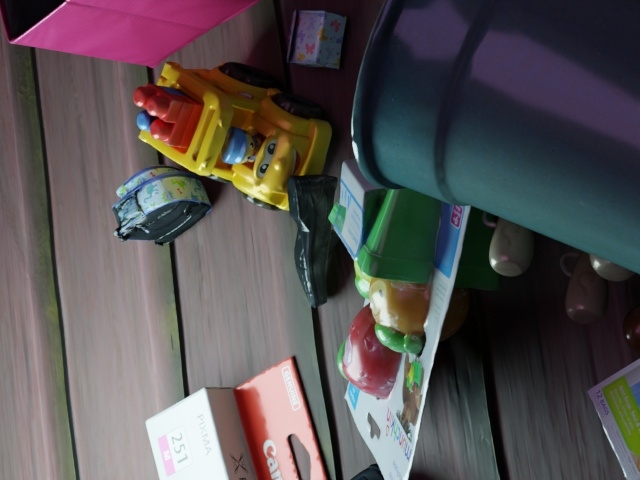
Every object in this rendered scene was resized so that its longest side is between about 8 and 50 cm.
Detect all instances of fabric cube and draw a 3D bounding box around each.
[{"bbox_3d":[-0.262,-0.405,2.247,0.259,0.258,0.254,-27,70,38],"label":"fabric cube"}]

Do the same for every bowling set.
[{"bbox_3d":[0.318,0.009,1.765,0.287,0.200,0.154,2,55,14],"label":"bowling set"}]

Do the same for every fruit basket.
[{"bbox_3d":[0.078,0.073,1.904,0.327,0.165,0.353,-118,43,-70],"label":"fruit basket"}]

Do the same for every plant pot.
[{"bbox_3d":[0.264,-0.134,1.580,0.334,0.341,0.341,28,106,25],"label":"plant pot"}]

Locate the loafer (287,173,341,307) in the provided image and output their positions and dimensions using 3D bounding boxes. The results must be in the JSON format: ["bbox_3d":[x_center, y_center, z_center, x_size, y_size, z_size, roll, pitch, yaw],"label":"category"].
[{"bbox_3d":[0.000,0.000,2.109,0.062,0.061,0.170,-139,42,-68],"label":"loafer"}]

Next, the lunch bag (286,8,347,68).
[{"bbox_3d":[-0.013,-0.255,2.147,0.083,0.053,0.071,14,95,51],"label":"lunch bag"}]

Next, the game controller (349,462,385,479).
[{"bbox_3d":[0.099,0.423,1.987,0.166,0.067,0.319,-54,54,34],"label":"game controller"}]

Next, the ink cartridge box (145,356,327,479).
[{"bbox_3d":[-0.099,0.316,2.176,0.239,0.060,0.275,-32,66,38],"label":"ink cartridge box"}]

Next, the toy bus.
[{"bbox_3d":[-0.128,-0.140,2.137,0.220,0.211,0.149,33,107,37],"label":"toy bus"}]

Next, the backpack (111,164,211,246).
[{"bbox_3d":[-0.212,-0.054,2.277,0.114,0.105,0.084,-30,68,31],"label":"backpack"}]

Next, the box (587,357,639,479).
[{"bbox_3d":[0.392,0.153,1.709,0.203,0.103,0.114,-37,63,34],"label":"box"}]
